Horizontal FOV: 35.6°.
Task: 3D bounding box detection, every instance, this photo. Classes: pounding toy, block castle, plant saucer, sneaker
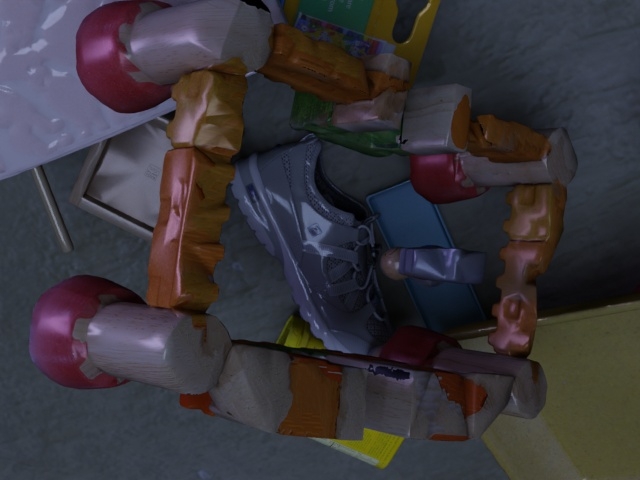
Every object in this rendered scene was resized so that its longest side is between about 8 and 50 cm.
[{"bbox_3d":[-0.212,-0.074,1.023,0.206,0.094,0.181,27,111,-6],"label":"pounding toy"},{"bbox_3d":[0.000,0.000,0.839,0.453,0.213,0.303,12,83,-42],"label":"block castle"},{"bbox_3d":[0.117,0.022,1.075,0.067,0.018,0.192,-21,108,13],"label":"plant saucer"},{"bbox_3d":[0.021,0.018,1.034,0.115,0.105,0.281,-29,107,15],"label":"sneaker"},{"bbox_3d":[0.322,0.173,1.023,0.333,0.081,0.332,-16,120,40],"label":"plant saucer"}]

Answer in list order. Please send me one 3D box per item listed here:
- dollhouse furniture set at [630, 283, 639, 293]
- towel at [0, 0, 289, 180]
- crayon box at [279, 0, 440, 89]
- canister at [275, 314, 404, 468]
[{"bbox_3d":[0.403,-0.001,0.966,0.201,0.152,0.374,12,113,0],"label":"dollhouse furniture set"},{"bbox_3d":[-0.219,-0.238,0.806,0.317,0.053,0.331,-22,122,0],"label":"towel"},{"bbox_3d":[-0.049,-0.260,0.906,0.323,0.083,0.203,10,116,-15],"label":"crayon box"},{"bbox_3d":[0.019,0.173,1.116,0.170,0.073,0.126,25,112,-7],"label":"canister"}]
